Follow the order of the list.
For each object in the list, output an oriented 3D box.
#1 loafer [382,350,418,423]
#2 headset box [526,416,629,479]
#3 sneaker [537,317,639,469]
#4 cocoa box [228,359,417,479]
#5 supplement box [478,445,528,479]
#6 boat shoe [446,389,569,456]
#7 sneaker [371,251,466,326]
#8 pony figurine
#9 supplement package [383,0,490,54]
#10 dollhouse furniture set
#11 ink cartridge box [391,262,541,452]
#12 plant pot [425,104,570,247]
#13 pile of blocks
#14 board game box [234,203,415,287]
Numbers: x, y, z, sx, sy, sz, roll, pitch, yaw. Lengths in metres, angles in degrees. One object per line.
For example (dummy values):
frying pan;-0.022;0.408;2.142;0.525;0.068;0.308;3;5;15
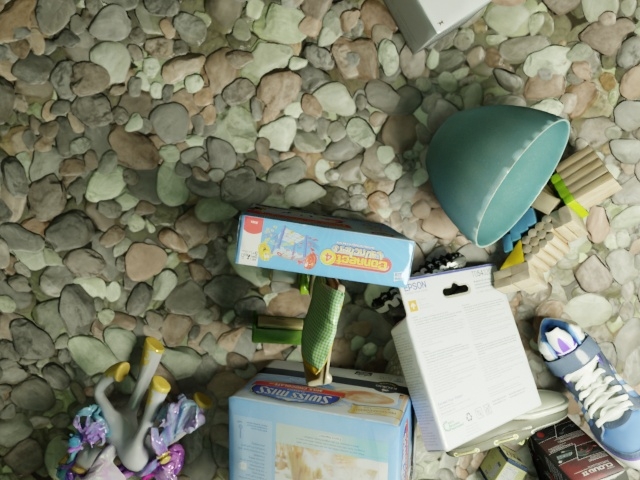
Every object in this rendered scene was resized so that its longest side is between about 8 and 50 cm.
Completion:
loafer;0.187;0.376;1.228;0.111;0.112;0.320;16;103;-12
headset box;0.579;0.546;1.174;0.110;0.293;0.218;-21;99;0
sneaker;0.558;0.293;1.127;0.236;0.323;0.130;42;111;-15
cocoa box;0.011;0.407;1.103;0.347;0.228;0.232;4;98;18
supplement box;0.431;0.541;1.270;0.056;0.083;0.083;30;96;-7
boat shoe;0.425;0.425;1.246;0.305;0.109;0.091;-15;99;5
sneaker;0.236;0.119;1.208;0.234;0.078;0.106;-35;101;6
pony figurine;-0.395;0.447;1.145;0.351;0.303;0.363;39;99;25
supplement package;0.218;-0.506;1.054;0.149;0.203;0.194;-32;99;2
dollhouse furniture set;-0.056;0.140;1.077;0.151;0.301;0.198;6;100;-7
ink cartridge box;0.300;0.228;1.127;0.324;0.071;0.330;-5;74;-36
plant pot;0.332;-0.159;1.096;0.195;0.290;0.290;39;95;27
pile of blocks;0.515;-0.031;1.196;0.112;0.149;0.362;26;105;-39
board game box;0.000;0.000;1.062;0.308;0.302;0.086;9;97;-4
